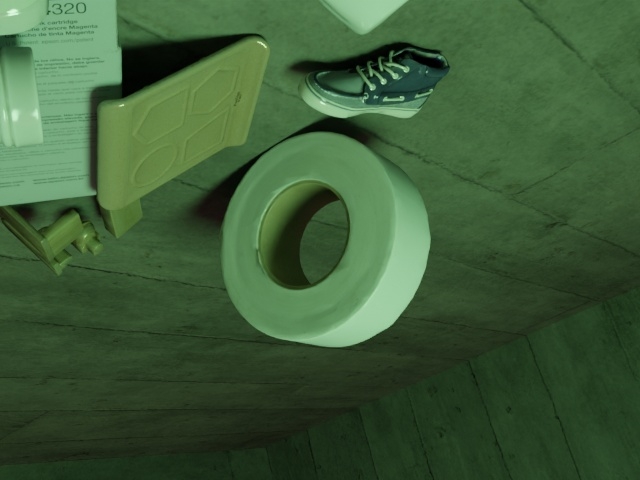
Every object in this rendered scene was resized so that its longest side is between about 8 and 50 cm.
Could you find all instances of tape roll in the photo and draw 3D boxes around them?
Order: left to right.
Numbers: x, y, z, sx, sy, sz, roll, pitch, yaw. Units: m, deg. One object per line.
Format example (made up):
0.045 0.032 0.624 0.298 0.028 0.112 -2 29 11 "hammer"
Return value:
0.000 0.000 1.045 0.286 0.286 0.100 -28 155 26 "tape roll"

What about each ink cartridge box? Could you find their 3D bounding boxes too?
-0.365 -0.140 0.767 0.324 0.071 0.330 -8 152 -18 "ink cartridge box"

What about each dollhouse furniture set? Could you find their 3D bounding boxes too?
-0.342 -0.053 1.027 0.151 0.123 0.144 -45 168 -24 "dollhouse furniture set"

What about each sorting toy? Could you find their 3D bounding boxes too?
-0.162 -0.135 0.875 0.208 0.038 0.193 -31 162 -30 "sorting toy"

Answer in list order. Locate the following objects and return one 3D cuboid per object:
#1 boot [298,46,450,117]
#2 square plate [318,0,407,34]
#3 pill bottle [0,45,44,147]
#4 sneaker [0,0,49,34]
0.066 -0.199 0.928 0.190 0.069 0.086 -7 149 -39 "boot"
0.043 -0.326 0.513 0.344 0.049 0.347 -32 135 31 "square plate"
-0.343 -0.112 0.625 0.215 0.117 0.117 -7 155 -19 "pill bottle"
-0.350 -0.211 0.543 0.290 0.105 0.123 -11 153 -20 "sneaker"
